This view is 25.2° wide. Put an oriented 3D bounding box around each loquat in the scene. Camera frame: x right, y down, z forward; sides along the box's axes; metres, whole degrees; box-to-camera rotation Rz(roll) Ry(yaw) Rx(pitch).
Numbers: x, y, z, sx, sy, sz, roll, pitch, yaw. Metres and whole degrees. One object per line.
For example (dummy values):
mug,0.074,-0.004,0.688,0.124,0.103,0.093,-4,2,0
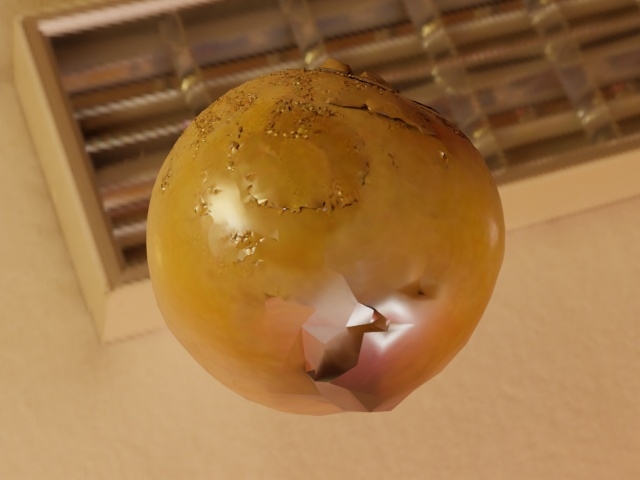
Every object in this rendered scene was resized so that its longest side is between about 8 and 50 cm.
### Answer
loquat,0.000,0.000,0.925,0.235,0.235,0.235,5,-116,-10
